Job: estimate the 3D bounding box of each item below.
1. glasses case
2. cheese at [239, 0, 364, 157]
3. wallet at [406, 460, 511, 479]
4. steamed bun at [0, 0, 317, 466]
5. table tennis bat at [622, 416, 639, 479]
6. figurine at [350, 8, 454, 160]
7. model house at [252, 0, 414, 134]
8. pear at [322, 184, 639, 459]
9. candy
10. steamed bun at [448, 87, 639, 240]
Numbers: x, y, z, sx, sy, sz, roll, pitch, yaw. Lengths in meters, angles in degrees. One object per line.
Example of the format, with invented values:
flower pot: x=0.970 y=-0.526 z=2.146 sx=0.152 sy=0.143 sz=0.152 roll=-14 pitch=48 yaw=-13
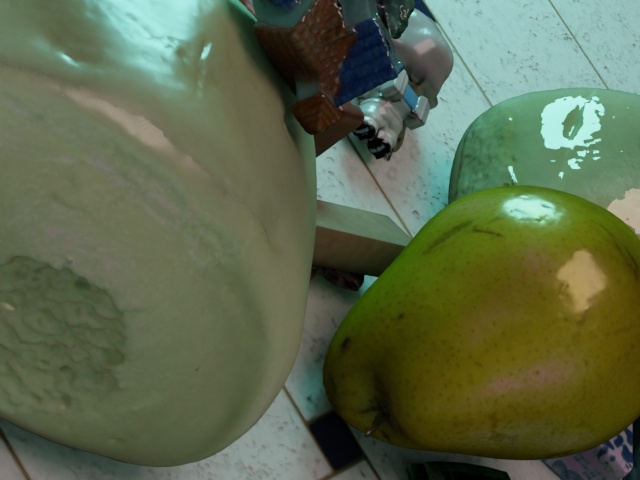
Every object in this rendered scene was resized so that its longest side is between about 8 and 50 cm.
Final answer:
glasses case: x=0.000 y=0.000 z=1.680 sx=0.193 sy=0.070 sz=0.102 roll=12 pitch=23 yaw=-41
cheese: x=-0.088 y=-0.140 z=1.647 sx=0.203 sy=0.128 sz=0.177 roll=54 pitch=36 yaw=-5
wallet: x=0.177 y=0.319 z=1.600 sx=0.160 sy=0.055 sz=0.236 roll=16 pitch=48 yaw=-50
steamed bun: x=-0.184 y=-0.078 z=1.323 sx=0.456 sy=0.290 sz=0.371 roll=36 pitch=34 yaw=-24
table tennis bat: x=0.348 y=0.214 z=1.856 sx=0.033 sy=0.124 sz=0.201 roll=4 pitch=71 yaw=-11
figurine: x=0.088 y=-0.189 z=1.905 sx=0.137 sy=0.112 sz=0.229 roll=43 pitch=45 yaw=-21
model house: x=0.008 y=-0.161 z=1.334 sx=0.148 sy=0.119 sz=0.148 roll=52 pitch=24 yaw=-48
pear: x=0.172 y=0.097 z=1.607 sx=0.285 sy=0.336 sz=0.285 roll=55 pitch=-3 yaw=5
candy: x=0.263 y=0.188 z=1.794 sx=0.160 sy=0.073 sz=0.092 roll=42 pitch=34 yaw=-14
steamed bun: x=0.297 y=-0.042 z=1.872 sx=0.273 sy=0.272 sz=0.290 roll=28 pitch=38 yaw=-30
